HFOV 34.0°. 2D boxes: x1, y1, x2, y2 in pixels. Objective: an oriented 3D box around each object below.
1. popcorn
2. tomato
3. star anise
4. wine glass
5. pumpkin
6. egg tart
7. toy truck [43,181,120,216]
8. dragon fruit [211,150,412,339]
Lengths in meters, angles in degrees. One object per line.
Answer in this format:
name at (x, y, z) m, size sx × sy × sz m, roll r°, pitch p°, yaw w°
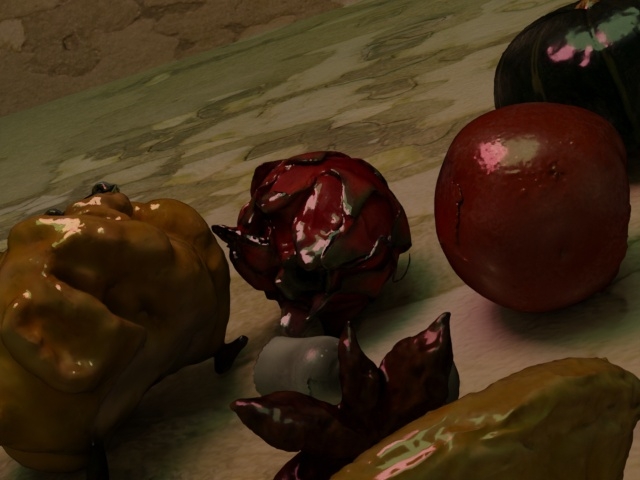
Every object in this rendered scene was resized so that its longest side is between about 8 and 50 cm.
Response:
popcorn at (-0.247, 0.089, 1.073) m, size 0.297 × 0.281 × 0.316 m, roll -56°, pitch -6°, yaw 13°
tomato at (0.204, -0.034, 1.022) m, size 0.184 × 0.208 × 0.208 m, roll 4°, pitch 27°, yaw 9°
star anise at (0.028, 0.157, 0.794) m, size 0.196 × 0.212 × 0.111 m, roll -6°, pitch 46°, yaw -23°
wine glass at (0.028, 0.130, 0.973) m, size 0.195 × 0.079 × 0.079 m, roll 2°, pitch 31°, yaw 43°
pumpkin at (0.362, -0.202, 1.292) m, size 0.300 × 0.207 × 0.300 m, roll -27°, pitch 10°, yaw 5°
egg tart at (0.078, 0.195, 0.642) m, size 0.319 × 0.128 × 0.319 m, roll -23°, pitch -23°, yaw -10°
toy truck at (-0.372, 0.002, 1.596) m, size 0.191 × 0.116 × 0.085 m, roll -26°, pitch 20°, yaw 12°
dragon fruit at (0.000, 0.000, 1.157) m, size 0.193 × 0.192 × 0.274 m, roll -34°, pitch 19°, yaw 14°
